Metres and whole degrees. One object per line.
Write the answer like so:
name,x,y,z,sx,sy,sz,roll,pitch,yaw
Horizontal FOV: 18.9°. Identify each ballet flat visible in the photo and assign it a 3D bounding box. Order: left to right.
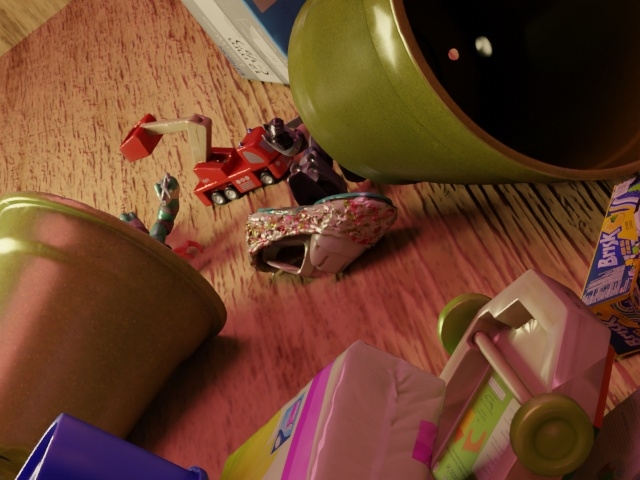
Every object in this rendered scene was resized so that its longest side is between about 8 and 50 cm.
ballet flat,0.000,0.000,2.029,0.241,0.091,0.077,-9,67,58

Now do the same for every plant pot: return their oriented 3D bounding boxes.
plant pot,-0.273,0.129,1.998,0.276,0.276,0.254,-7,51,53
plant pot,0.142,-0.202,1.869,0.366,0.366,0.353,-51,13,-26

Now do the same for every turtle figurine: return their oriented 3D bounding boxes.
turtle figurine,-0.232,0.011,2.298,0.175,0.118,0.234,-30,4,-16

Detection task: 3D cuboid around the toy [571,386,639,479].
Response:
toy,0.241,0.161,1.358,0.237,0.056,0.137,-39,25,14

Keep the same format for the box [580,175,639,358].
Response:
box,0.263,0.017,1.586,0.054,0.059,0.169,-21,29,36

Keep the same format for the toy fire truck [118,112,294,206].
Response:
toy fire truck,-0.140,-0.111,2.353,0.192,0.135,0.047,-20,29,40

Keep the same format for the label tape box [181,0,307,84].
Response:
label tape box,-0.119,-0.337,2.597,0.115,0.249,0.347,-46,23,-15

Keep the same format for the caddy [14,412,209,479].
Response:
caddy,-0.208,0.312,1.572,0.341,0.179,0.241,-56,11,26

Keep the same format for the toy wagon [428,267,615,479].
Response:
toy wagon,0.097,0.188,1.431,0.344,0.068,0.267,-61,14,9

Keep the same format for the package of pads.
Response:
package of pads,-0.023,0.250,1.398,0.229,0.101,0.297,-46,22,50

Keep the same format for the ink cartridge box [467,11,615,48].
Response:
ink cartridge box,0.289,-0.305,2.124,0.307,0.072,0.304,-4,42,51

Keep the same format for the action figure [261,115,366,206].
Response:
action figure,0.021,-0.134,2.204,0.185,0.099,0.285,-38,19,18
